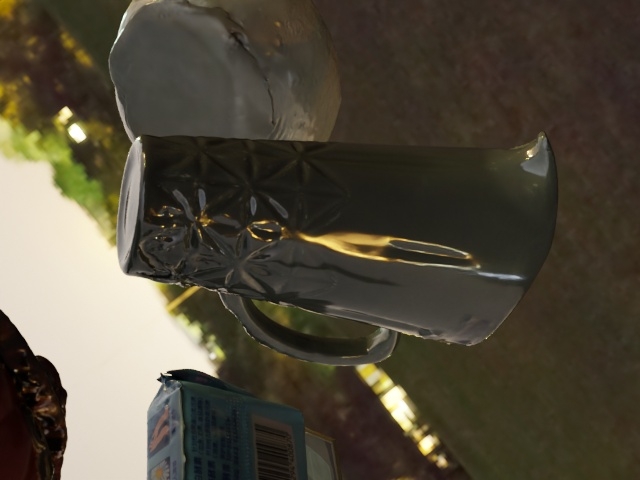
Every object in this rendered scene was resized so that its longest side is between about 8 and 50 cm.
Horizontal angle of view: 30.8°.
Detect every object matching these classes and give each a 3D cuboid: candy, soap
[{"bbox_3d":[-0.101,-0.189,1.326,0.295,0.296,0.185,53,-144,-18],"label":"candy"},{"bbox_3d":[-0.082,0.253,1.057,0.156,0.077,0.293,22,-133,-31],"label":"soap"}]

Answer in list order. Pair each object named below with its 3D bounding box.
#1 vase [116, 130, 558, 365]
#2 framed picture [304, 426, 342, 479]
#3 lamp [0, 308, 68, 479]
[{"bbox_3d":[0.000,0.000,0.884,0.156,0.301,0.251,-105,29,-48],"label":"vase"},{"bbox_3d":[-0.022,0.304,1.418,0.136,0.010,0.200,15,126,39],"label":"framed picture"},{"bbox_3d":[-0.257,0.120,0.705,0.227,0.227,0.227,52,176,6],"label":"lamp"}]
